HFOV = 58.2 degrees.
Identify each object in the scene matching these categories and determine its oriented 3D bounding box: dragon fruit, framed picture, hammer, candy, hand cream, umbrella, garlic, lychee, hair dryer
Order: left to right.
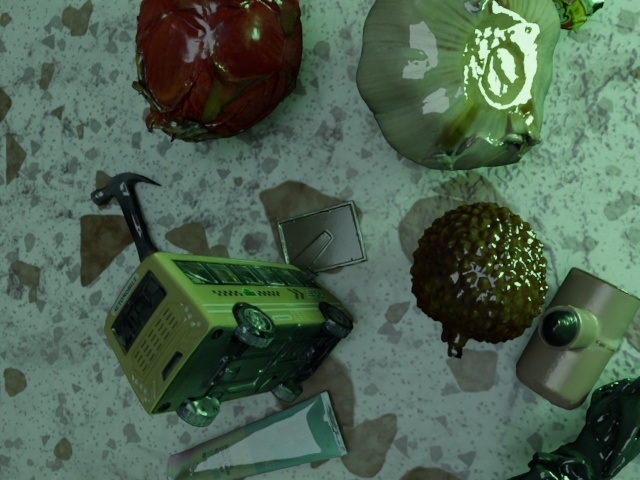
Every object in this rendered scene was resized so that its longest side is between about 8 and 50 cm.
[{"bbox_3d":[-0.334,0.002,1.098,0.137,0.037,0.290,-28,78,16],"label":"hammer"},{"bbox_3d":[-0.168,-0.324,0.947,0.277,0.277,0.342,3,86,18],"label":"dragon fruit"},{"bbox_3d":[-0.114,0.364,0.992,0.312,0.070,0.111,-23,78,11],"label":"hand cream"},{"bbox_3d":[0.000,0.000,1.006,0.149,0.011,0.109,-14,82,17],"label":"framed picture"},{"bbox_3d":[0.196,-0.253,0.821,0.241,0.322,0.322,-1,86,43],"label":"garlic"},{"bbox_3d":[0.226,0.057,0.840,0.200,0.200,0.238,19,81,18],"label":"lychee"},{"bbox_3d":[0.307,0.124,0.729,0.107,0.344,0.189,32,97,31],"label":"hair dryer"},{"bbox_3d":[0.388,0.253,0.767,0.349,0.143,0.094,-34,82,-10],"label":"umbrella"},{"bbox_3d":[0.464,-0.431,0.858,0.305,0.083,0.091,-38,39,4],"label":"candy"}]

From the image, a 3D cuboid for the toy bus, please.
[{"bbox_3d":[-0.114,0.127,0.854,0.202,0.365,0.177,45,107,27],"label":"toy bus"}]
